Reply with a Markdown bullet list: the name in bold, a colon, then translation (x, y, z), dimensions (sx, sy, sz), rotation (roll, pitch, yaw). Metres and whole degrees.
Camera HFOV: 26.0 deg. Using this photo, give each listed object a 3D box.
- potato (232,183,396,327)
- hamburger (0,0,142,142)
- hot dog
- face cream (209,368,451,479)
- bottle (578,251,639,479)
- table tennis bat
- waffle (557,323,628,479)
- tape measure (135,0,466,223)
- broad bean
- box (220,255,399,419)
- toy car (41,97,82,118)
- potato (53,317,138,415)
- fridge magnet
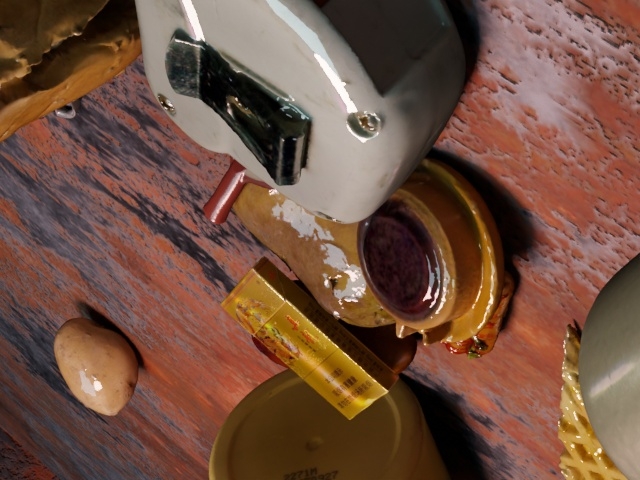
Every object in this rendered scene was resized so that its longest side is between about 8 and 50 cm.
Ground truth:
- **potato**: translation (0.000, 0.000, 1.151), dimensions (0.200, 0.081, 0.164), rotation (41, 158, 15)
- **hamburger**: translation (-0.264, -0.162, 1.050), dimensions (0.259, 0.283, 0.145), rotation (33, 147, 42)
- **hot dog**: translation (0.118, 0.053, 1.090), dimensions (0.062, 0.038, 0.144), rotation (40, 157, 13)
- **face cream**: translation (0.019, 0.252, 1.367), dimensions (0.218, 0.218, 0.179), rotation (24, 149, 40)
- **bottle**: translation (0.257, 0.021, 0.648), dimensions (0.168, 0.168, 0.347), rotation (42, 153, 6)
- **table tennis bat**: translation (-0.053, -0.072, 1.100), dimensions (0.098, 0.019, 0.155), rotation (52, 129, 23)
- **waffle**: translation (0.200, 0.136, 1.115), dimensions (0.191, 0.032, 0.125), rotation (56, 157, -21)
- **tape measure**: translation (-0.028, -0.132, 0.909), dimensions (0.246, 0.125, 0.243), rotation (37, 157, 19)
- **broad bean**: translation (0.014, 0.081, 1.257), dimensions (0.114, 0.084, 0.165), rotation (30, 162, -34)
- **box**: translation (-0.011, 0.086, 1.196), dimensions (0.156, 0.022, 0.089), rotation (42, 145, -3)
- **toy car**: translation (-0.300, -0.191, 1.322), dimensions (0.191, 0.100, 0.097), rotation (15, 148, 16)
- **potato**: translation (-0.315, 0.173, 1.956), dimensions (0.147, 0.112, 0.112), rotation (49, 158, 8)
- **fridge magnet**: translation (0.077, 0.008, 1.019), dimensions (0.143, 0.063, 0.143), rotation (28, 128, 44)
